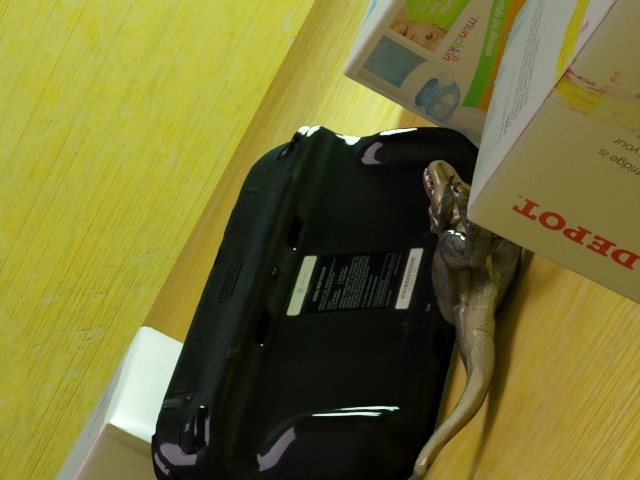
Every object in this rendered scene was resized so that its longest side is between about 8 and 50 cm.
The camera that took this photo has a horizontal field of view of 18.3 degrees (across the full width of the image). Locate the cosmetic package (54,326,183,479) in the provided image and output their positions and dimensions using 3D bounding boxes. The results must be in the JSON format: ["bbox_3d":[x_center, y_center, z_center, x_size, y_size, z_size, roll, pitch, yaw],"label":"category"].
[{"bbox_3d":[-0.166,0.309,1.328,0.453,0.161,0.230,-60,5,11],"label":"cosmetic package"}]

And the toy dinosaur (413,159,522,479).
[{"bbox_3d":[0.087,0.009,1.086,0.268,0.064,0.118,-79,5,-58],"label":"toy dinosaur"}]

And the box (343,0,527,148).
[{"bbox_3d":[0.116,-0.175,1.275,0.203,0.114,0.103,-56,10,44],"label":"box"}]

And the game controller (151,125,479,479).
[{"bbox_3d":[0.006,0.038,1.218,0.319,0.166,0.067,-72,-20,-46],"label":"game controller"}]

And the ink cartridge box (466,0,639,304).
[{"bbox_3d":[0.150,-0.072,0.675,0.176,0.128,0.127,-56,11,42],"label":"ink cartridge box"}]
